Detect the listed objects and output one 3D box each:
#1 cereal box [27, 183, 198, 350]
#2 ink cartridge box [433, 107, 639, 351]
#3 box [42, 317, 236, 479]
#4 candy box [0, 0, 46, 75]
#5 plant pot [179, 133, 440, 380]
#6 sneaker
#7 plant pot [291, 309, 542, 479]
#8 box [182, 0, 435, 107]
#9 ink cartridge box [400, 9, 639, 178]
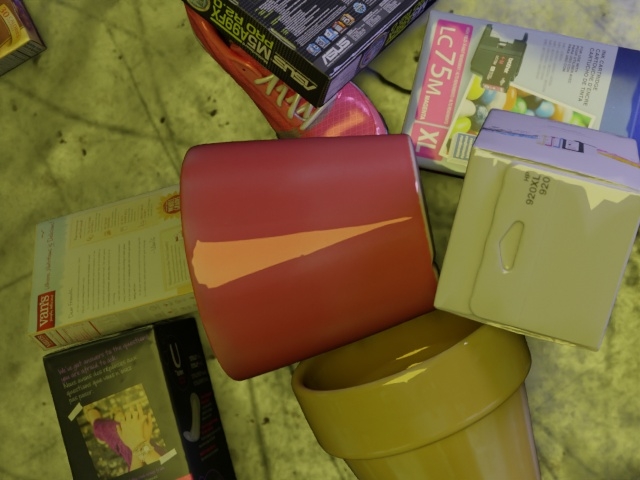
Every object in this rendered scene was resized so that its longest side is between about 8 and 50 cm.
[{"bbox_3d":[-0.231,0.026,1.256,0.240,0.047,0.173,-15,52,10],"label":"cereal box"},{"bbox_3d":[0.228,-0.021,1.075,0.168,0.233,0.171,14,110,10],"label":"ink cartridge box"},{"bbox_3d":[-0.201,0.240,1.227,0.143,0.165,0.270,-15,86,9],"label":"box"},{"bbox_3d":[-0.461,-0.252,1.340,0.186,0.053,0.109,-29,84,7],"label":"candy box"},{"bbox_3d":[0.000,0.000,1.148,0.243,0.275,0.275,-12,87,7],"label":"plant pot"},{"bbox_3d":[-0.054,-0.192,1.226,0.314,0.136,0.116,43,97,8],"label":"sneaker"},{"bbox_3d":[0.128,0.207,1.147,0.254,0.254,0.239,-22,101,9],"label":"plant pot"},{"bbox_3d":[0.003,-0.303,1.187,0.216,0.060,0.270,39,60,8],"label":"box"},{"bbox_3d":[0.258,-0.146,1.212,0.311,0.065,0.186,13,92,8],"label":"ink cartridge box"}]
